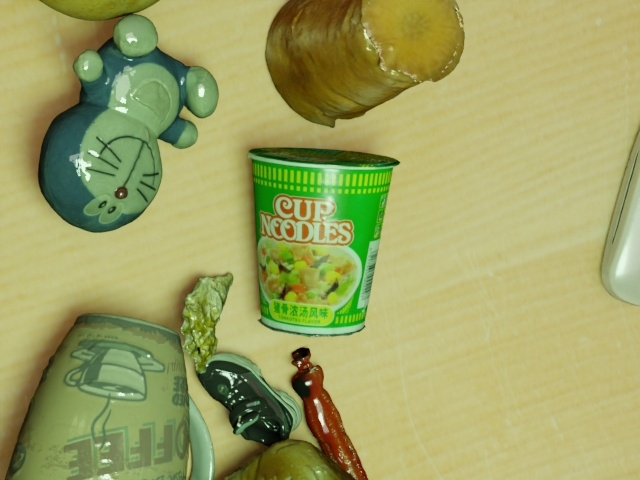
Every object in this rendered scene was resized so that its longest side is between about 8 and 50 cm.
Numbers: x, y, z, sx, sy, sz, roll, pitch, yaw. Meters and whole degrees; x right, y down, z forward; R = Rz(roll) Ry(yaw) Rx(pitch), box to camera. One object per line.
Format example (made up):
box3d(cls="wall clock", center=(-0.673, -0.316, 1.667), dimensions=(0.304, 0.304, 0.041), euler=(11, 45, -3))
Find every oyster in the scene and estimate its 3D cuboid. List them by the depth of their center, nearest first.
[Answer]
box3d(cls="oyster", center=(-0.156, 0.111, 1.655), dimensions=(0.045, 0.146, 0.122), euler=(8, 100, 8))

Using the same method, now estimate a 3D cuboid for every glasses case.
box3d(cls="glasses case", center=(0.502, -0.047, 1.852), dimensions=(0.113, 0.075, 0.297), euler=(17, 87, -15))

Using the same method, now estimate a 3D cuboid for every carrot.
box3d(cls="carrot", center=(0.053, -0.255, 1.624), dimensions=(0.196, 0.254, 0.196), euler=(0, 91, -20))

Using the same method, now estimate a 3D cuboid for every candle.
box3d(cls="candle", center=(0.030, 0.307, 1.748), dimensions=(0.051, 0.048, 0.329), euler=(-28, 100, -21))

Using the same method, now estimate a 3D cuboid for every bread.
box3d(cls="bread", center=(-0.062, 0.385, 1.651), dimensions=(0.246, 0.176, 0.195), euler=(-43, 126, -3))

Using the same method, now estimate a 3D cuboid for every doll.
box3d(cls="doll", center=(-0.259, -0.138, 1.582), dimensions=(0.228, 0.154, 0.258), euler=(37, 68, -51))

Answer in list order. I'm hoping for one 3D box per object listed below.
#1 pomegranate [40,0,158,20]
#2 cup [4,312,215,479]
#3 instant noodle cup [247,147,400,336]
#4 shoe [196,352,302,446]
box3d(cls="pomegranate", center=(-0.275, -0.402, 1.528), dimensions=(0.260, 0.260, 0.260), euler=(-1, 93, -16))
box3d(cls="cup", center=(-0.238, 0.242, 1.601), dimensions=(0.301, 0.227, 0.257), euler=(28, 69, -46))
box3d(cls="instant noodle cup", center=(0.000, 0.000, 1.661), dimensions=(0.207, 0.207, 0.233), euler=(0, 100, -16))
box3d(cls="shoe", center=(-0.098, 0.227, 1.674), dimensions=(0.169, 0.099, 0.071), euler=(39, 113, -16))
